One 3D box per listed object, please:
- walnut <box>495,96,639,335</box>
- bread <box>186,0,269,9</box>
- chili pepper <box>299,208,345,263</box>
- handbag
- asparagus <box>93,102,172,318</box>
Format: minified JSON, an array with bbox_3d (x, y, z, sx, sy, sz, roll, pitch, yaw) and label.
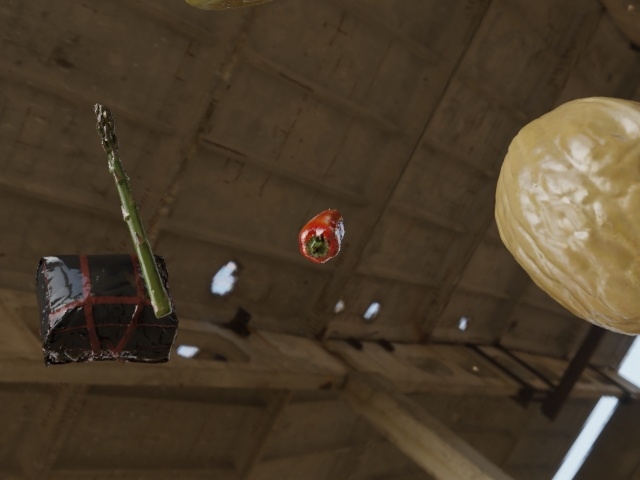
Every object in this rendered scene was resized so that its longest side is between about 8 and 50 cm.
[{"bbox_3d":[0.299,-0.024,0.771,0.225,0.261,0.225,-29,-22,-13],"label":"walnut"},{"bbox_3d":[-0.154,-0.472,1.362,0.213,0.213,0.105,-21,-76,-36],"label":"bread"},{"bbox_3d":[0.000,0.000,1.504,0.084,0.086,0.192,-29,7,22],"label":"chili pepper"},{"bbox_3d":[-0.341,0.114,1.223,0.215,0.169,0.155,0,-49,-21],"label":"handbag"},{"bbox_3d":[-0.210,-0.032,0.855,0.024,0.025,0.248,-31,-75,-73],"label":"asparagus"}]
